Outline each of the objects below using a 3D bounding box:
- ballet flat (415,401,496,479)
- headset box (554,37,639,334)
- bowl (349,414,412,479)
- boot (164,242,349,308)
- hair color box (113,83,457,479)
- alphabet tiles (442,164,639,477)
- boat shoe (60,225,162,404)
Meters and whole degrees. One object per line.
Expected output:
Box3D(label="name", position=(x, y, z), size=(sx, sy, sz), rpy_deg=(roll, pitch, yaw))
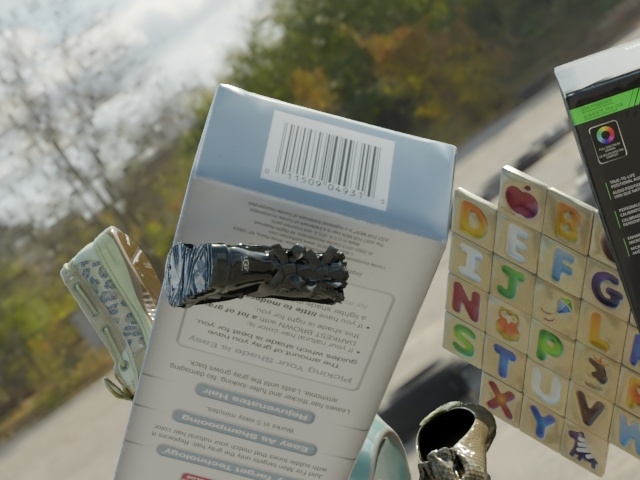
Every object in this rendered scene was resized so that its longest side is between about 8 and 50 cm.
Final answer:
Box3D(label="ballet flat", position=(0.118, 0.191, 1.549), size=(0.084, 0.058, 0.250), rpy_deg=(-37, 7, 11))
Box3D(label="headset box", position=(0.361, -0.069, 1.459), size=(0.246, 0.283, 0.131), rpy_deg=(-17, 15, 9))
Box3D(label="bowl", position=(-0.006, 0.269, 1.570), size=(0.163, 0.311, 0.311), rpy_deg=(-6, 10, 15))
Box3D(label="boot", position=(-0.043, 0.024, 1.117), size=(0.099, 0.045, 0.121), rpy_deg=(4, -8, -23))
Box3D(label="hair color box", position=(-0.037, 0.071, 1.297), size=(0.113, 0.185, 0.374), rpy_deg=(-80, 6, -47))
Box3D(label="alphabet tiles", position=(0.249, 0.091, 1.764), size=(0.011, 0.285, 0.342), rpy_deg=(-34, -40, -36))
Box3D(label="boat shoe", position=(-0.197, 0.116, 1.792), size=(0.089, 0.285, 0.104), rpy_deg=(-34, -36, 9))
